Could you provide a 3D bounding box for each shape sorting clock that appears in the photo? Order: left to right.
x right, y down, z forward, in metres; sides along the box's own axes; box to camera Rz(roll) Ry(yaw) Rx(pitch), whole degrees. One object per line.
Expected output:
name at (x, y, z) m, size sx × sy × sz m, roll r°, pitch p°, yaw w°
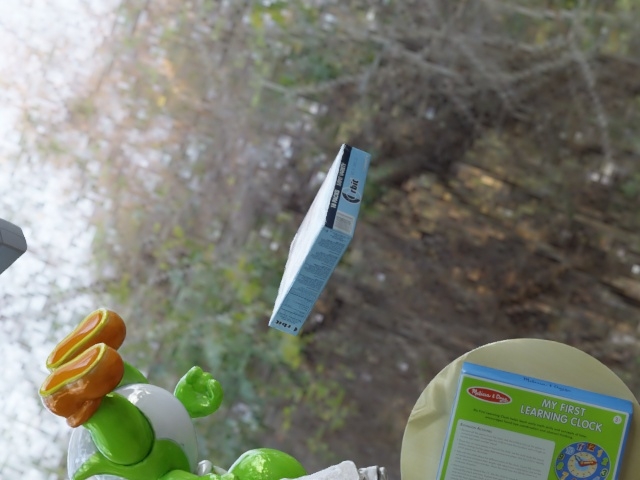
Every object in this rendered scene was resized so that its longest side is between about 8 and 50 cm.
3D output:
shape sorting clock at (0.168, 0.182, 1.279) m, size 0.040 × 0.206 × 0.206 m, roll 50°, pitch -118°, yaw -84°

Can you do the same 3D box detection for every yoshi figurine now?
yoshi figurine at (-0.140, 0.235, 1.788) m, size 0.362 × 0.203 × 0.203 m, roll 51°, pitch -122°, yaw -19°

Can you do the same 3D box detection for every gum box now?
gum box at (0.000, 0.000, 1.908) m, size 0.157 × 0.041 × 0.184 m, roll -76°, pitch 12°, yaw -48°

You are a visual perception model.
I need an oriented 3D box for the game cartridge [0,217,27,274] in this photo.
game cartridge at (-0.546, 0.021, 2.087) m, size 0.198 × 0.062 × 0.297 m, roll -34°, pitch -27°, yaw 34°

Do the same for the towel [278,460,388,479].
towel at (-0.057, 0.310, 1.380) m, size 0.049 × 0.282 × 0.187 m, roll 44°, pitch -152°, yaw -34°
